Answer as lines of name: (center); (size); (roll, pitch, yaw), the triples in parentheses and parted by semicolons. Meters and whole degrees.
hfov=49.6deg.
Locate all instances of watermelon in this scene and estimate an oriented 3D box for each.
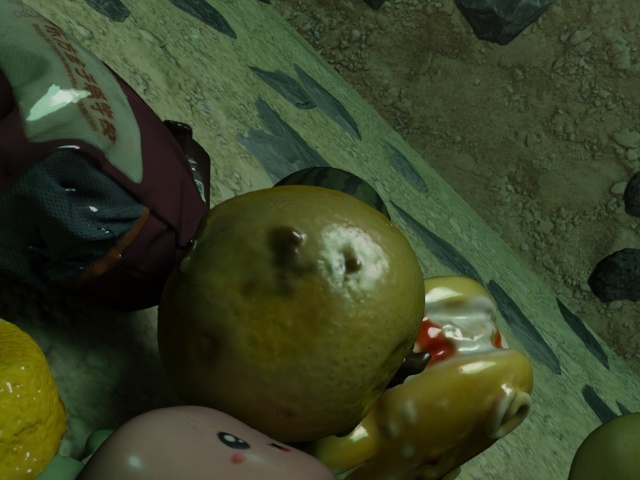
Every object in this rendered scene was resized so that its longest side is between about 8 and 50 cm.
watermelon: (0.000, 0.000, 0.964); (0.212, 0.212, 0.212); (40, 21, -19)

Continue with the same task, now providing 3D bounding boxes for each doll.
doll: (-0.095, 0.218, 0.449); (0.268, 0.216, 0.284); (27, -4, 19)

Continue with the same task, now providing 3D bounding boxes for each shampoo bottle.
shampoo bottle: (-0.194, -0.097, 0.973); (0.068, 0.067, 0.236); (45, 18, -34)

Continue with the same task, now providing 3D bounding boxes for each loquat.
loquat: (-0.018, 0.065, 0.607); (0.244, 0.244, 0.244); (40, 21, -19)

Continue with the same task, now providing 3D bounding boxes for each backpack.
backpack: (-0.232, -0.059, 0.640); (0.283, 0.197, 0.317); (59, 7, 28)

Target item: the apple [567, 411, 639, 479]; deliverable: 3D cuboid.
apple: (0.566, 0.449, 1.079); (0.357, 0.357, 0.357); (40, 21, -19)

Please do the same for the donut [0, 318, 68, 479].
donut: (-0.233, 0.088, 0.389); (0.178, 0.065, 0.162); (12, 21, 30)

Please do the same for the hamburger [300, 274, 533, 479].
hamburger: (0.091, 0.178, 0.771); (0.303, 0.261, 0.186); (4, 47, -37)
